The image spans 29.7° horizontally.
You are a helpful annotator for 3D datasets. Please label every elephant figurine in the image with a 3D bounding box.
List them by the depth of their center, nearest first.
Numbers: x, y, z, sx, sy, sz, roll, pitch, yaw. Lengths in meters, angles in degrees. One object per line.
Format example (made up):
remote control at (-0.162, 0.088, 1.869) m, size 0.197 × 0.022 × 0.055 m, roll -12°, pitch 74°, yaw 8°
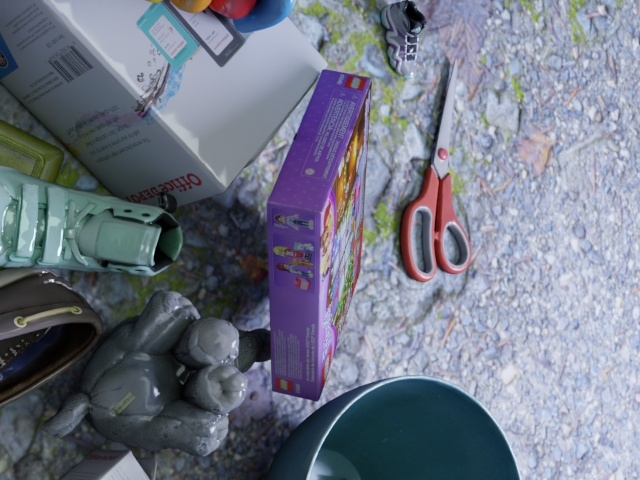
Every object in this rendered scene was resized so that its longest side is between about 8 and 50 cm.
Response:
elephant figurine at (-0.149, 0.142, 1.230) m, size 0.186 × 0.239 × 0.169 m, roll 23°, pitch 85°, yaw -2°

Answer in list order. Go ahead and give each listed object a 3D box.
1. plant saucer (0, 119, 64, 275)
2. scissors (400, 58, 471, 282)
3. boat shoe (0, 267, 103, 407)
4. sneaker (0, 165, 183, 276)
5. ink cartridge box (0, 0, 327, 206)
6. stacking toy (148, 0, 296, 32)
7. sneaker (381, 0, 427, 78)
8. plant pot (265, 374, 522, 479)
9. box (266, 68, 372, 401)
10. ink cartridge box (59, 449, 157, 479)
plant saucer at (-0.352, -0.048, 1.169) m, size 0.188 × 0.045 × 0.188 m, roll 27°, pitch 68°, yaw -28°
scissors at (0.145, -0.094, 1.532) m, size 0.109 × 0.021 × 0.297 m, roll 3°, pitch 82°, yaw -32°
boat shoe at (-0.348, 0.129, 1.092) m, size 0.324 × 0.097 × 0.116 m, roll -31°, pitch 136°, yaw -36°
sneaker at (-0.235, -0.016, 1.122) m, size 0.256 × 0.151 × 0.094 m, roll 3°, pitch 94°, yaw -61°
ink cartridge box at (-0.177, -0.191, 1.219) m, size 0.270 × 0.198 × 0.197 m, roll 48°, pitch 60°, yaw -20°
stacking toy at (-0.172, -0.274, 1.044) m, size 0.302 × 0.166 × 0.175 m, roll -2°, pitch 93°, yaw -20°
sneaker at (0.113, -0.255, 1.507) m, size 0.038 × 0.069 × 0.098 m, roll -20°, pitch 94°, yaw -35°
plant pot at (0.047, 0.294, 1.296) m, size 0.290 × 0.195 × 0.290 m, roll 7°, pitch 78°, yaw -34°
box at (0.000, 0.000, 1.251) m, size 0.057 × 0.293 × 0.201 m, roll 12°, pitch 48°, yaw 10°
ink cartridge box at (-0.218, 0.273, 1.181) m, size 0.143 × 0.092 × 0.090 m, roll -41°, pitch 106°, yaw -31°
